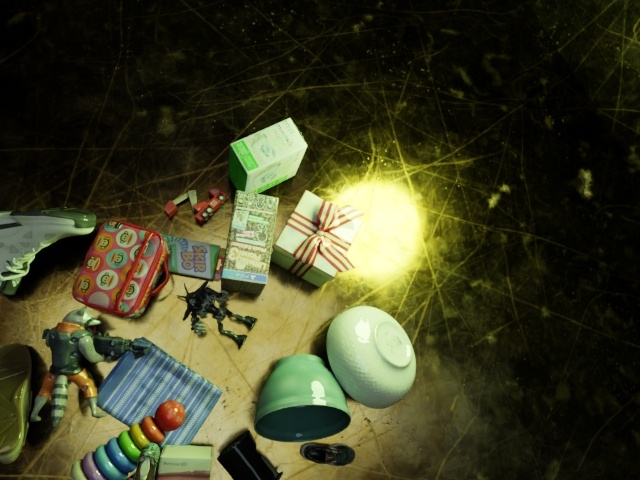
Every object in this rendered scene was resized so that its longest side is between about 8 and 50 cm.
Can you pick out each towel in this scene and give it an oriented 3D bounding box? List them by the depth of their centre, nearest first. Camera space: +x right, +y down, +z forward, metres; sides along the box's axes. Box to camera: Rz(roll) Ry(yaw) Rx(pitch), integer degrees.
[{"bbox_3d":[-0.511,0.490,1.479,0.336,0.040,0.243,34,72,-1],"label":"towel"}]

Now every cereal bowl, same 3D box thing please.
[{"bbox_3d":[0.190,0.358,1.527,0.339,0.141,0.338,25,43,-26],"label":"cereal bowl"}]

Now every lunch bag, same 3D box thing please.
[{"bbox_3d":[-0.616,0.099,1.504,0.259,0.120,0.292,17,74,3],"label":"lunch bag"}]

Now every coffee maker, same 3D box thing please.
[{"bbox_3d":[-0.218,0.689,1.417,0.120,0.171,0.178,-40,84,-2],"label":"coffee maker"}]

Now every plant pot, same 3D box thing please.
[{"bbox_3d":[-0.060,0.483,1.471,0.293,0.293,0.196,4,47,-11],"label":"plant pot"}]

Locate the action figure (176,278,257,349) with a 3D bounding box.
[{"bbox_3d":[-0.348,0.233,1.533,0.276,0.141,0.164,31,82,-4],"label":"action figure"}]

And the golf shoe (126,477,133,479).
[{"bbox_3d":[-0.577,0.851,1.344,0.140,0.115,0.306,32,65,-29],"label":"golf shoe"}]

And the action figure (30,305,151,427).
[{"bbox_3d":[-0.695,0.360,1.382,0.342,0.178,0.329,-1,83,3],"label":"action figure"}]

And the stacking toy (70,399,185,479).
[{"bbox_3d":[-0.548,0.596,1.378,0.330,0.141,0.141,-40,86,-16],"label":"stacking toy"}]

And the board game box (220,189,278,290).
[{"bbox_3d":[-0.239,0.016,1.565,0.141,0.232,0.290,9,74,-9],"label":"board game box"}]

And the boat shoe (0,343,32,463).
[{"bbox_3d":[-0.897,0.459,1.343,0.122,0.110,0.341,-3,47,-21],"label":"boat shoe"}]

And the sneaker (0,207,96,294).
[{"bbox_3d":[-0.886,0.033,1.437,0.448,0.169,0.257,-2,96,10],"label":"sneaker"}]

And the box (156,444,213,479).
[{"bbox_3d":[-0.405,0.737,1.374,0.149,0.127,0.232,7,80,-10],"label":"box"}]

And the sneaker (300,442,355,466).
[{"bbox_3d":[0.028,0.699,1.515,0.179,0.077,0.071,5,75,-11],"label":"sneaker"}]

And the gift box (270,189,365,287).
[{"bbox_3d":[0.000,0.000,1.607,0.277,0.258,0.255,24,72,-4],"label":"gift box"}]

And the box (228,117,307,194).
[{"bbox_3d":[-0.193,-0.281,1.642,0.231,0.262,0.126,-28,83,-19],"label":"box"}]

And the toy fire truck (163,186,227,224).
[{"bbox_3d":[-0.441,-0.132,1.661,0.135,0.047,0.192,39,70,2],"label":"toy fire truck"}]

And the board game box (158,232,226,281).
[{"bbox_3d":[-0.463,0.058,1.613,0.260,0.039,0.124,12,74,-11],"label":"board game box"}]

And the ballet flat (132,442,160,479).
[{"bbox_3d":[-0.497,0.667,1.314,0.070,0.070,0.188,7,94,-10],"label":"ballet flat"}]
